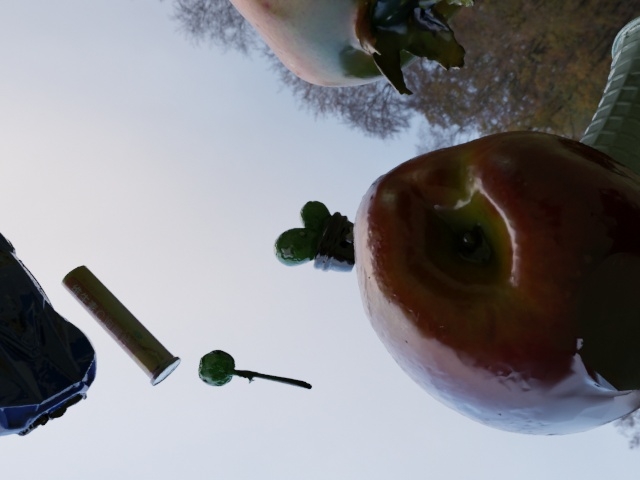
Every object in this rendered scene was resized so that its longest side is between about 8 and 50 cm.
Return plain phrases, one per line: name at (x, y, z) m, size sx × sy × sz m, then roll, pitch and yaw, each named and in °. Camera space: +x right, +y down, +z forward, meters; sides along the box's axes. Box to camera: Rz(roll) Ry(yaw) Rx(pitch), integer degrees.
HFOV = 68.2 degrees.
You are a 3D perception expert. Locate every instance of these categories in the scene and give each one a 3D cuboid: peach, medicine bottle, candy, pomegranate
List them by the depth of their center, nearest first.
pomegranate at (0.029, -0.228, 0.382) m, size 0.221 × 0.221 × 0.256 m, roll -8°, pitch -121°, yaw -37°
peach at (0.242, 0.053, 0.549) m, size 0.406 × 0.335 × 0.310 m, roll 33°, pitch 176°, yaw -23°
candy at (-0.174, 0.354, 1.233) m, size 0.324 × 0.097 × 0.097 m, roll 5°, pitch -146°, yaw 20°
medicine bottle at (-0.609, 0.252, 1.430) m, size 0.426 × 0.108 × 0.108 m, roll 41°, pitch -139°, yaw 9°

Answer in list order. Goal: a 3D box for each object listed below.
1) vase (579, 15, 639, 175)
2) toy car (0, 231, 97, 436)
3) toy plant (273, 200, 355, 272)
vase at (0.457, -0.181, 0.695) m, size 0.143 × 0.143 × 0.299 m, roll 33°, pitch -107°, yaw 4°
toy car at (-0.271, 0.054, 0.385) m, size 0.216 × 0.063 × 0.103 m, roll 47°, pitch -146°, yaw 9°
toy plant at (0.000, 0.000, 1.351) m, size 0.235 × 0.175 × 0.218 m, roll 22°, pitch -115°, yaw 5°
